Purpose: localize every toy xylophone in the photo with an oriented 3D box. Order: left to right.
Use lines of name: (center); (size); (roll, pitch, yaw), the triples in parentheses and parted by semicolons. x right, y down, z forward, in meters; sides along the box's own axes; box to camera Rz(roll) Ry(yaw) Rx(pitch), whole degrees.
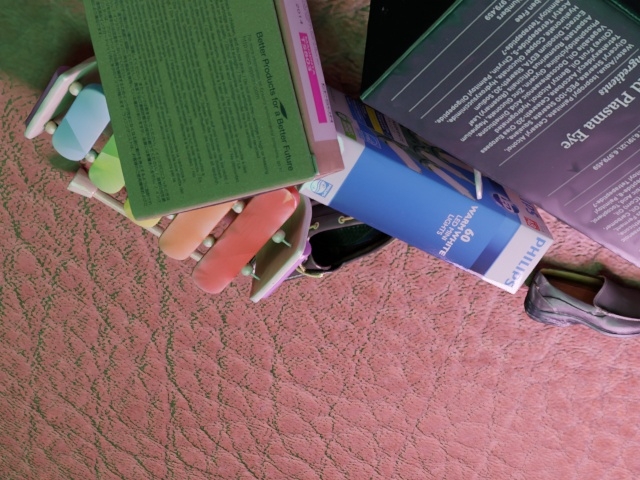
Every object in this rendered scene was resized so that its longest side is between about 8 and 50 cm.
toy xylophone: (-0.160, -0.055, 1.406); (0.322, 0.081, 0.236); (31, 137, -2)

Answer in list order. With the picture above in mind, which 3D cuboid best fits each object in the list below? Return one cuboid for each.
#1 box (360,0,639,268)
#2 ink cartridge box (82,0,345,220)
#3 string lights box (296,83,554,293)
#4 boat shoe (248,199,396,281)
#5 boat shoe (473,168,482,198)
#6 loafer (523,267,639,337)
box: (0.214, -0.192, 1.034); (0.312, 0.343, 0.179); (28, 133, -21)
ink cartridge box: (-0.100, -0.152, 1.228); (0.193, 0.088, 0.235); (-12, 92, 21)
string lights box: (0.097, -0.053, 1.352); (0.259, 0.133, 0.077); (24, 113, -21)
boat shoe: (0.000, 0.000, 1.491); (0.227, 0.069, 0.081); (-29, 127, 34)
boat shoe: (0.197, -0.111, 1.305); (0.367, 0.136, 0.156); (15, 142, -23)
loafer: (0.321, 0.069, 1.527); (0.170, 0.062, 0.061); (5, 134, 2)
